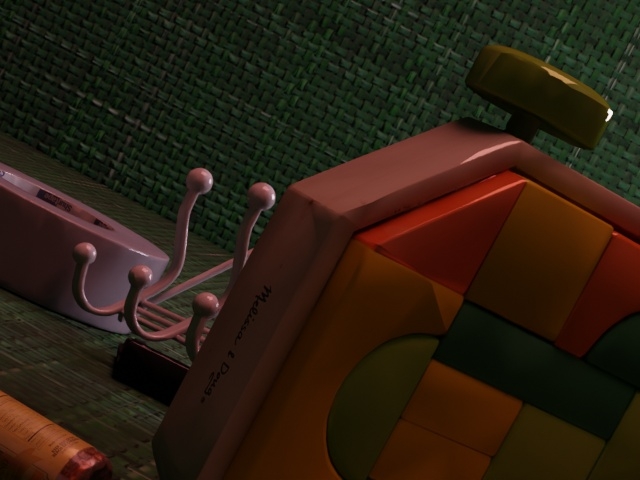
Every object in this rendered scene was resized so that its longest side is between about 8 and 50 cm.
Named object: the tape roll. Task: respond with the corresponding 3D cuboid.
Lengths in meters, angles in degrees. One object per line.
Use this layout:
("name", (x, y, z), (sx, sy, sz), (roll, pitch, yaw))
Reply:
("tape roll", (-0.237, -0.004, 1.513), (0.219, 0.072, 0.219), (27, 2, -1))

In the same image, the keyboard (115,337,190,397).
("keyboard", (0.000, 0.152, 1.298), (0.317, 0.033, 0.201), (26, -4, -6))

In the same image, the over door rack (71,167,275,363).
("over door rack", (0.000, 0.000, 1.379), (0.324, 0.108, 0.239), (-14, 16, -26))

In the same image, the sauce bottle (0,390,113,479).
("sauce bottle", (-0.154, 0.084, 0.819), (0.128, 0.042, 0.042), (26, 1, 19))

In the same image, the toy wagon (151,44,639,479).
("toy wagon", (0.099, 0.092, 0.749), (0.344, 0.267, 0.068), (27, 3, -34))
